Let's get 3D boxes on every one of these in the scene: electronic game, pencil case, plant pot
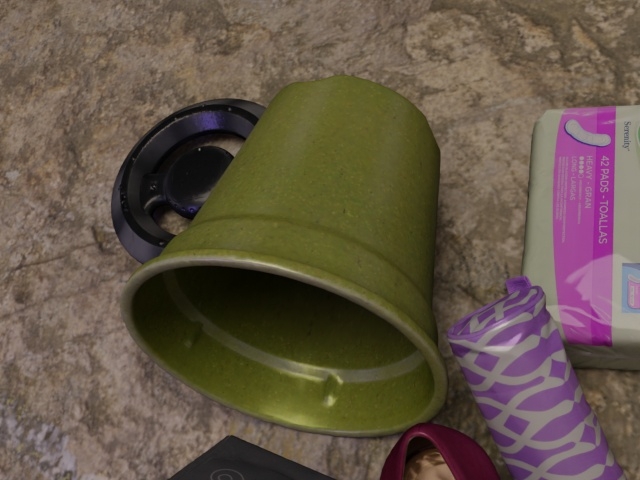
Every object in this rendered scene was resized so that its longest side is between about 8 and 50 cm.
[{"bbox_3d":[-0.132,-0.065,0.912,0.229,0.048,0.229,-8,61,15],"label":"electronic game"},{"bbox_3d":[0.175,0.136,0.611,0.088,0.206,0.086,-30,7,-33],"label":"pencil case"},{"bbox_3d":[0.000,0.000,0.723,0.276,0.276,0.254,3,52,22],"label":"plant pot"}]

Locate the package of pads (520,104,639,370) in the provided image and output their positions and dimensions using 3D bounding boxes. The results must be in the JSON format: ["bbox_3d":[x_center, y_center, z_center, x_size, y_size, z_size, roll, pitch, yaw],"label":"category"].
[{"bbox_3d":[0.324,-0.006,0.679,0.296,0.101,0.229,2,65,21],"label":"package of pads"}]

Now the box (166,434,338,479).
[{"bbox_3d":[-0.047,0.302,0.546,0.165,0.143,0.270,15,109,26],"label":"box"}]

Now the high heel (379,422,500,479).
[{"bbox_3d":[0.105,0.317,0.537,0.127,0.181,0.377,-20,58,10],"label":"high heel"}]
